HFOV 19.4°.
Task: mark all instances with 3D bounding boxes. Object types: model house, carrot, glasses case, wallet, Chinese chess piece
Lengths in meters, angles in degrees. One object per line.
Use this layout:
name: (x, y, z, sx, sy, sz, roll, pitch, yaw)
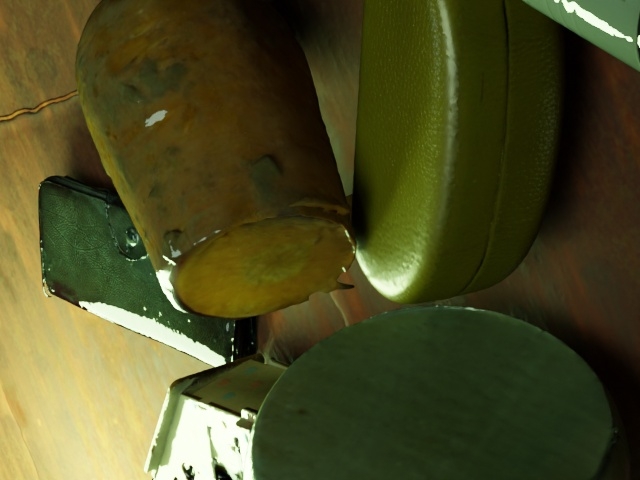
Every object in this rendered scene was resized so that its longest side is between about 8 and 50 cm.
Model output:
model house: (-0.064, 0.280, 2.026, 0.244, 0.169, 0.326, 10, 113, 49)
carrot: (-0.106, -0.101, 1.799, 0.224, 0.224, 0.340, -51, 47, 43)
glasses case: (0.127, -0.114, 1.667, 0.173, 0.141, 0.371, 44, 139, 52)
wallet: (-0.201, 0.035, 2.120, 0.318, 0.045, 0.172, 21, 123, 35)
Chinese chess piece: (0.105, 0.217, 1.691, 0.349, 0.349, 0.146, 27, 143, 33)

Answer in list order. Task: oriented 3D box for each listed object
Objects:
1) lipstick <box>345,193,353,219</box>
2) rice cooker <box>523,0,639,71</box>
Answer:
lipstick: (0.000, 0.000, 1.911, 0.145, 0.045, 0.045, -34, 81, 47)
rice cooker: (0.271, -0.240, 1.427, 0.244, 0.226, 0.226, 38, 130, 30)
